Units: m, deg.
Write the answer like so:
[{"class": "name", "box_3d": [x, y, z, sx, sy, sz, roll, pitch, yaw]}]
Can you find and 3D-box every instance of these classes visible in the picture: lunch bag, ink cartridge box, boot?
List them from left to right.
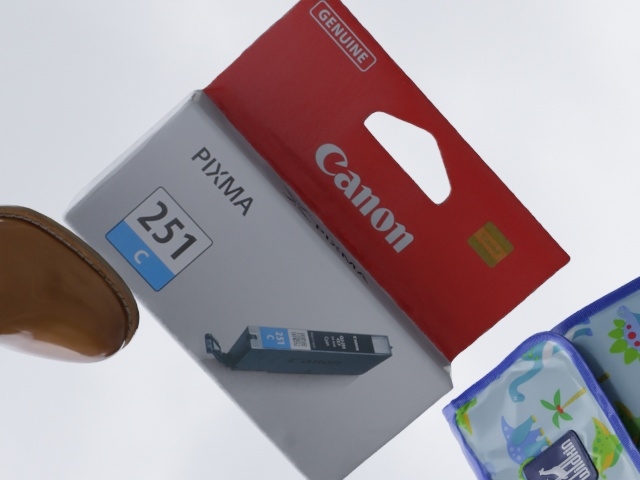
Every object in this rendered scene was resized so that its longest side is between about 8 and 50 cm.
[{"class": "boot", "box_3d": [-0.254, 0.056, 1.217, 0.283, 0.109, 0.220, 30, -148, -18]}, {"class": "ink cartridge box", "box_3d": [0.000, 0.000, 1.476, 0.296, 0.261, 0.066, 47, -170, -8]}, {"class": "lunch bag", "box_3d": [0.150, 0.097, 0.930, 0.129, 0.151, 0.096, 62, -177, 25]}]
